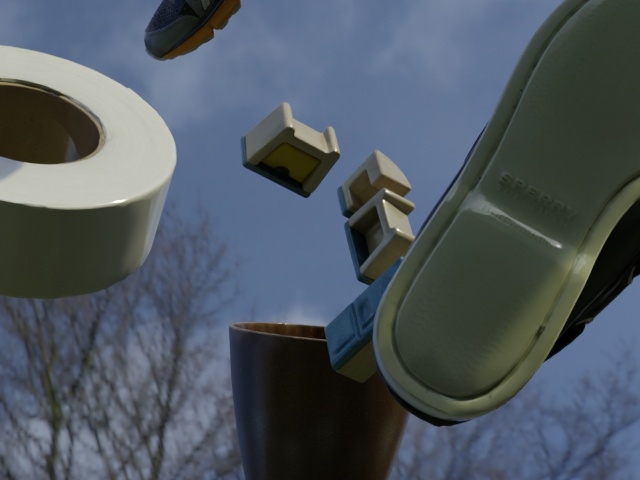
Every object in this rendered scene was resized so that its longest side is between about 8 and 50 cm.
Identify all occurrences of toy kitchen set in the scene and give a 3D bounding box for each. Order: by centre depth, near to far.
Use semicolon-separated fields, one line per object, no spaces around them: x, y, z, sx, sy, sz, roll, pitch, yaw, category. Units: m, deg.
0.000;0.000;1.398;0.166;0.207;0.122;26;-57;-31;toy kitchen set

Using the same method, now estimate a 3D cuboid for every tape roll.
-0.277;-0.069;1.333;0.286;0.286;0.100;3;-57;-26;tape roll

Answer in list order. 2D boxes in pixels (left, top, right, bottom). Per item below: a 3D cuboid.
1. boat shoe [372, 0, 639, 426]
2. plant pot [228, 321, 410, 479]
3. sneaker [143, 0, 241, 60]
0.145;-0.031;0.836;0.340;0.127;0.113;-56;-7;-17;boat shoe
-0.001;0.213;1.581;0.215;0.215;0.230;4;-90;-27;plant pot
-0.074;-0.229;1.101;0.083;0.084;0.215;33;-73;-17;sneaker
